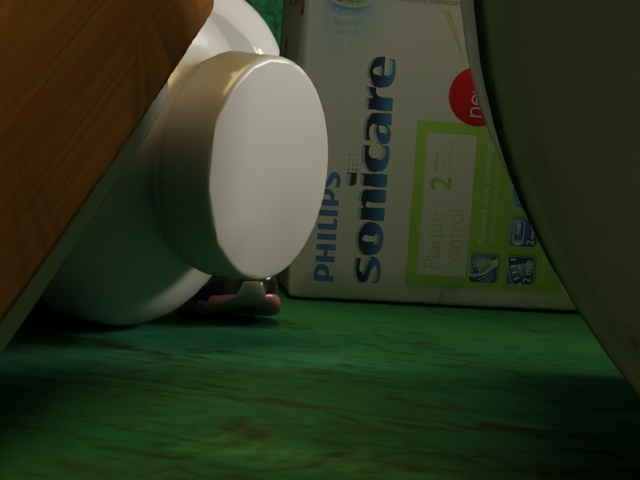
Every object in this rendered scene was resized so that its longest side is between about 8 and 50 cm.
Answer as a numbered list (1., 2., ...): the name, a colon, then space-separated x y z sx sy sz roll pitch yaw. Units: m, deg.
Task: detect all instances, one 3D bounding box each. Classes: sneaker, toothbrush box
1. sneaker: -0.047 0.004 0.921 0.047 0.057 0.119 5 6 -18
2. toothbrush box: 0.121 -0.070 1.055 0.283 0.206 0.122 4 5 -7

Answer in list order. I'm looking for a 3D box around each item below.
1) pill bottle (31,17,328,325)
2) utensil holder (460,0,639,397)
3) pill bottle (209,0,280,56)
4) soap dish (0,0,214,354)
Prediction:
1. pill bottle: -0.132 -0.042 0.866 0.264 0.146 0.146 6 5 31
2. utensil holder: 0.202 -0.083 0.588 0.327 0.328 0.385 4 6 5
3. pill bottle: -0.129 -0.137 1.746 0.188 0.188 0.334 4 4 -5
4. soap dish: -0.179 -0.057 0.642 0.229 0.118 0.291 5 28 10
